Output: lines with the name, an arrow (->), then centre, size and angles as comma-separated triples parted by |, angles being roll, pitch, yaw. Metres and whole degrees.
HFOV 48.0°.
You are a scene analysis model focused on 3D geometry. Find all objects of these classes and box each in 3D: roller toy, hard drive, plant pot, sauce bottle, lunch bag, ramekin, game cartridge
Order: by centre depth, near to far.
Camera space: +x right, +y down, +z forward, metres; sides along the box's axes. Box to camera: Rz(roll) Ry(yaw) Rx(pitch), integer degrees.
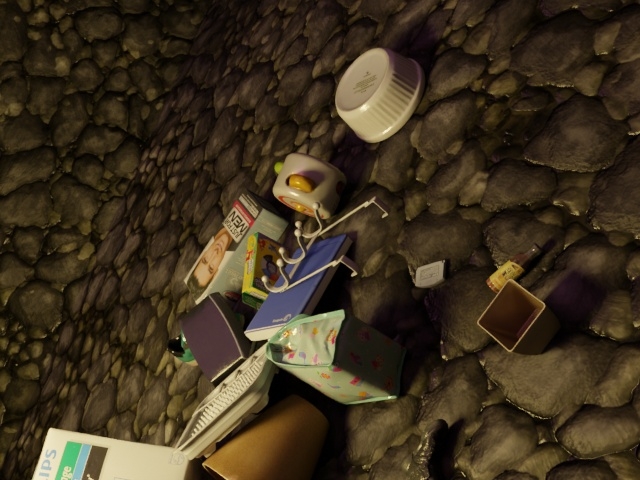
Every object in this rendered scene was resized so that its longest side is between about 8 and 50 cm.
plant pot -> 0.388, 0.157, 1.364 | 0.109, 0.096, 0.109 | -56, 33, 8
sauce bottle -> 0.399, 0.055, 1.472 | 0.128, 0.042, 0.042 | -47, 36, 22
lunch bag -> 0.027, 0.271, 1.639 | 0.262, 0.223, 0.160 | -17, 48, 47
plant pot -> -0.101, 0.492, 1.664 | 0.237, 0.237, 0.254 | 3, 46, 53
game cartridge -> 0.256, 0.081, 1.666 | 0.083, 0.017, 0.056 | -21, 47, 44
hard drive -> -0.058, 0.125, 1.925 | 0.210, 0.040, 0.318 | -17, 33, 46
roller toy -> -0.032, -0.149, 2.052 | 0.209, 0.191, 0.146 | 7, 72, 60
ramekin -> 0.160, -0.429, 2.065 | 0.273, 0.127, 0.272 | -32, 43, 35
hard drive -> -0.312, 0.290, 2.118 | 0.172, 0.054, 0.254 | -39, 62, 10

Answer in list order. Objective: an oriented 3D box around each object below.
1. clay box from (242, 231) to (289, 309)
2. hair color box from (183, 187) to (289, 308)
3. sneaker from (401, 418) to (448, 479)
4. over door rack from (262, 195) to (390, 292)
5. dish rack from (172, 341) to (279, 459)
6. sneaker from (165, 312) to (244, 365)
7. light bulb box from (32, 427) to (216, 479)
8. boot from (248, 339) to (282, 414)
clay box -> -0.158, 0.098, 2.095 | 0.053, 0.127, 0.222 | -29, 46, 37
hair color box -> -0.274, 0.039, 2.304 | 0.374, 0.114, 0.185 | -56, 34, 8
sneaker -> 0.216, 0.445, 1.423 | 0.170, 0.051, 0.089 | -57, 34, 14
over door rack -> 0.000, 0.000, 1.865 | 0.324, 0.108, 0.239 | -17, 33, 45
dish rack -> -0.205, 0.385, 1.723 | 0.285, 0.072, 0.333 | -42, 4, 8
sneaker -> -0.361, 0.299, 2.219 | 0.302, 0.121, 0.108 | -35, 42, 33
light bulb box -> -0.481, 0.639, 1.790 | 0.361, 0.358, 0.225 | 7, 63, 7
boot -> -0.110, 0.318, 1.898 | 0.207, 0.094, 0.246 | -33, 36, 41
